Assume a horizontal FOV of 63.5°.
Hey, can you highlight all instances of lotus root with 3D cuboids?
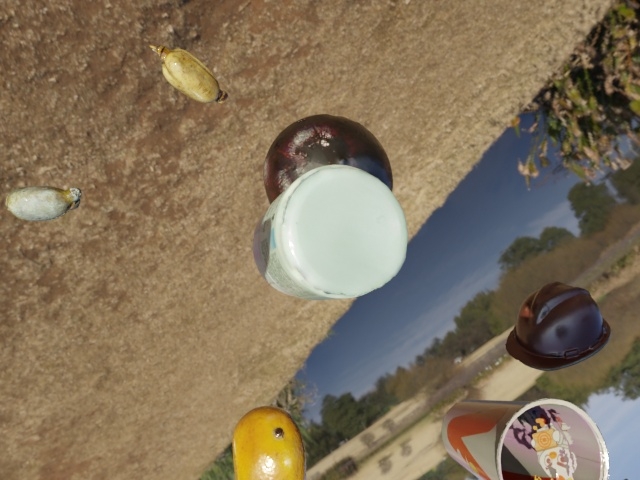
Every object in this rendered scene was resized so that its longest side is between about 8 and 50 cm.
[{"bbox_3d":[-0.627,-0.086,1.175,0.165,0.088,0.088,-5,149,-11],"label":"lotus root"},{"bbox_3d":[-0.230,-0.286,0.898,0.151,0.072,0.063,36,121,-27],"label":"lotus root"}]

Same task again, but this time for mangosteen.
[{"bbox_3d":[0.013,-0.092,0.865,0.211,0.211,0.250,-32,168,-6],"label":"mangosteen"}]

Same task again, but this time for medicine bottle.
[{"bbox_3d":[0.000,0.000,0.563,0.135,0.135,0.168,-26,180,-18],"label":"medicine bottle"}]

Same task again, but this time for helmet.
[{"bbox_3d":[0.237,0.075,0.522,0.111,0.089,0.057,-27,117,-28],"label":"helmet"}]

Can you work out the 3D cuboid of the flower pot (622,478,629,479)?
[{"bbox_3d":[0.490,0.557,0.986,0.367,0.254,0.165,-8,-140,42],"label":"flower pot"}]

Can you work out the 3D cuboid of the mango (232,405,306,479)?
[{"bbox_3d":[-0.063,0.286,0.631,0.089,0.165,0.115,-2,174,-24],"label":"mango"}]

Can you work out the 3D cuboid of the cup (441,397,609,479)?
[{"bbox_3d":[0.342,0.378,0.949,0.202,0.203,0.288,-28,176,-14],"label":"cup"}]
